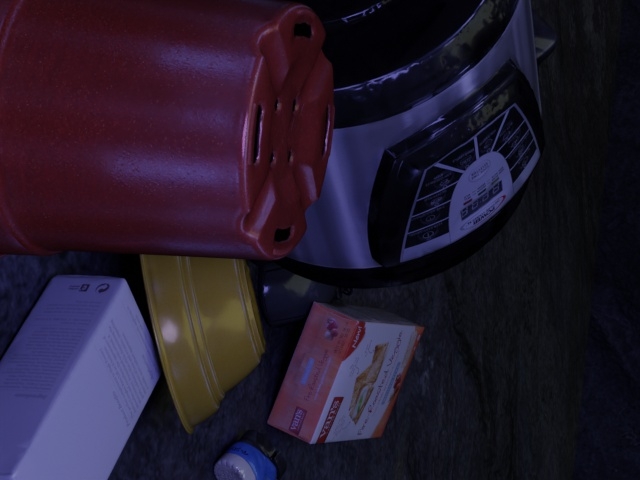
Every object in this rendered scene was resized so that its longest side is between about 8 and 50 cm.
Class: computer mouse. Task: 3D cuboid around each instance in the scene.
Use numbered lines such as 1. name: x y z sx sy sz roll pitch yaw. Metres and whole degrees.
1. computer mouse: 0.000 0.000 1.857 0.262 0.060 0.184 -20 108 -66

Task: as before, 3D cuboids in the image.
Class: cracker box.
1. cracker box: 0.036 0.161 1.865 0.232 0.067 0.155 11 102 -65

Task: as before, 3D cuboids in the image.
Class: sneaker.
1. sneaker: -0.064 0.281 1.700 0.084 0.058 0.152 -47 125 -47

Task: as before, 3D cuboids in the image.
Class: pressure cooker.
1. pressure cooker: 0.044 -0.162 1.551 0.420 0.370 0.375 73 26 -56

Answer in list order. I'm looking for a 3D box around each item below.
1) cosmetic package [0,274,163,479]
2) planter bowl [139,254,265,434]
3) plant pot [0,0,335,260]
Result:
1. cosmetic package: -0.224 0.148 1.308 0.231 0.086 0.117 -63 145 -44
2. planter bowl: -0.106 0.070 1.468 0.217 0.090 0.217 168 -90 -90
3. plant pot: -0.143 -0.100 1.222 0.272 0.265 0.272 8 90 -73
